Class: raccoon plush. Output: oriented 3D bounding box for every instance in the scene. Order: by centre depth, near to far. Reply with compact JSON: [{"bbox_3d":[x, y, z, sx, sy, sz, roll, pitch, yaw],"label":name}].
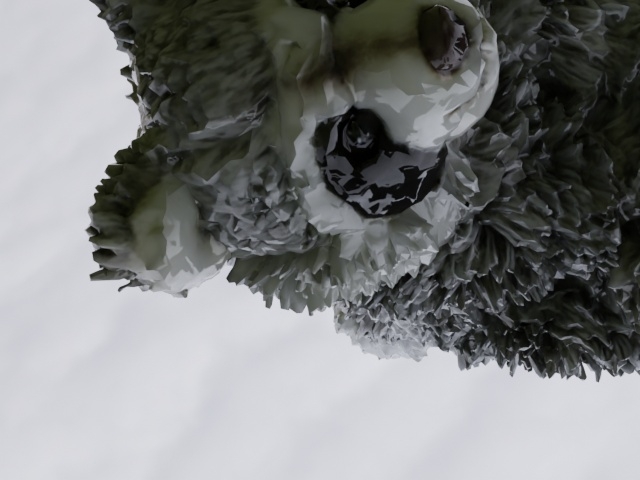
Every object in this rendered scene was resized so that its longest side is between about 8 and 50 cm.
[{"bbox_3d":[0.000,0.000,0.841,0.299,0.446,0.216,-2,-120,-22],"label":"raccoon plush"}]
